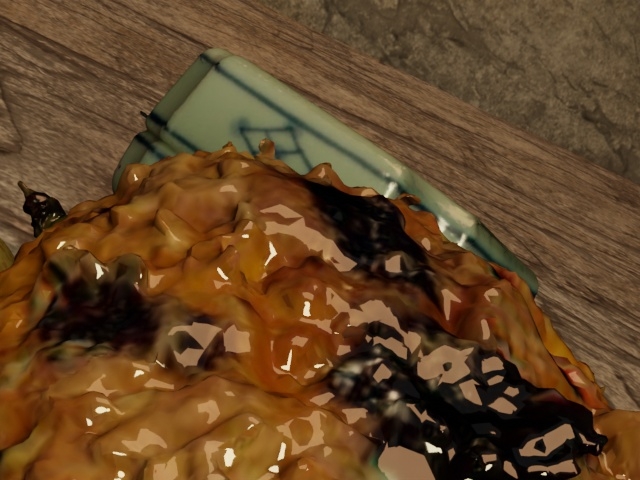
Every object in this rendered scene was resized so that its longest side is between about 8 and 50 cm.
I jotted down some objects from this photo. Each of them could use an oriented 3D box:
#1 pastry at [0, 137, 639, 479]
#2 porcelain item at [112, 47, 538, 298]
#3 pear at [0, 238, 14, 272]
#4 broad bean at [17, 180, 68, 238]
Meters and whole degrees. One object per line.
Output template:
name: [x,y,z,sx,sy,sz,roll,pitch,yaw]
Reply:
pastry: [-0.005,0.139,0.785,0.405,0.292,0.337,48,30,16]
porcelain item: [0.000,0.000,1.453,0.286,0.157,0.281,36,1,24]
pear: [-0.216,0.052,0.936,0.136,0.167,0.167,49,-3,-42]
broad bean: [-0.098,0.058,1.340,0.339,0.061,0.077,35,23,28]
